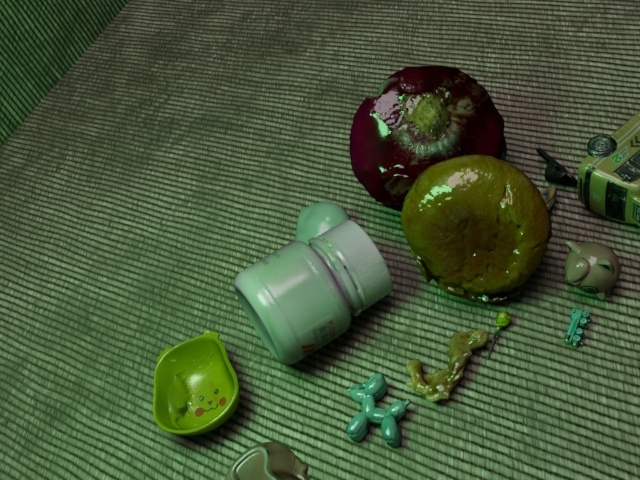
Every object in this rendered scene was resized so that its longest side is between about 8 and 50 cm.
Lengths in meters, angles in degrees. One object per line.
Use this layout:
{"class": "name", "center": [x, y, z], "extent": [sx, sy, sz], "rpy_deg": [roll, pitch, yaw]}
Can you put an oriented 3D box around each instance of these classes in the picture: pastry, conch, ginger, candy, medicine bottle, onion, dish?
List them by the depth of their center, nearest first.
{"class": "dish", "center": [-0.127, 0.530, 1.778], "extent": [0.213, 0.090, 0.213], "rpy_deg": [-13, 49, 15]}
{"class": "ginger", "center": [0.286, 0.281, 1.824], "extent": [0.193, 0.052, 0.176], "rpy_deg": [-15, 48, 23]}
{"class": "candy", "center": [0.398, 0.213, 1.842], "extent": [0.035, 0.035, 0.123], "rpy_deg": [28, 72, -5]}
{"class": "pastry", "center": [0.351, -0.027, 1.863], "extent": [0.355, 0.356, 0.164], "rpy_deg": [1, 22, 25]}
{"class": "medicine bottle", "center": [-0.016, 0.118, 1.955], "extent": [0.324, 0.256, 0.256], "rpy_deg": [-30, 46, -15]}
{"class": "dish", "center": [-0.289, 0.363, 1.978], "extent": [0.221, 0.108, 0.262], "rpy_deg": [-24, 49, 5]}
{"class": "onion", "center": [0.253, -0.243, 2.127], "extent": [0.398, 0.398, 0.420], "rpy_deg": [-42, 6, -12]}
{"class": "conch", "center": [-0.004, -0.003, 2.157], "extent": [0.185, 0.121, 0.221], "rpy_deg": [-33, 44, 38]}

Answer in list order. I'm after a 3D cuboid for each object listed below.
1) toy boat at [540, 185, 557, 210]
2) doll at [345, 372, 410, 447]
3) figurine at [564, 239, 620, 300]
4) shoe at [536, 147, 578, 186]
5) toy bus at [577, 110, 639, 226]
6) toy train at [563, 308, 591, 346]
{"class": "toy boat", "center": [0.515, -0.059, 1.985], "extent": [0.084, 0.066, 0.210], "rpy_deg": [26, 67, 36]}
{"class": "doll", "center": [0.119, 0.374, 1.816], "extent": [0.159, 0.059, 0.159], "rpy_deg": [7, 58, 31]}
{"class": "figurine", "center": [0.597, 0.062, 1.802], "extent": [0.125, 0.138, 0.125], "rpy_deg": [-13, 55, 20]}
{"class": "shoe", "center": [0.583, -0.174, 2.054], "extent": [0.053, 0.062, 0.159], "rpy_deg": [-39, 47, 8]}
{"class": "toy bus", "center": [0.781, -0.203, 1.908], "extent": [0.365, 0.177, 0.202], "rpy_deg": [-39, 54, -11]}
{"class": "toy train", "center": [0.561, 0.191, 1.786], "extent": [0.045, 0.029, 0.092], "rpy_deg": [8, 58, 39]}
